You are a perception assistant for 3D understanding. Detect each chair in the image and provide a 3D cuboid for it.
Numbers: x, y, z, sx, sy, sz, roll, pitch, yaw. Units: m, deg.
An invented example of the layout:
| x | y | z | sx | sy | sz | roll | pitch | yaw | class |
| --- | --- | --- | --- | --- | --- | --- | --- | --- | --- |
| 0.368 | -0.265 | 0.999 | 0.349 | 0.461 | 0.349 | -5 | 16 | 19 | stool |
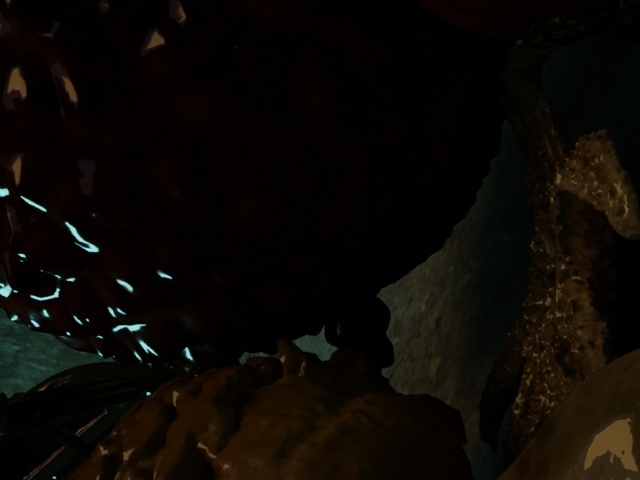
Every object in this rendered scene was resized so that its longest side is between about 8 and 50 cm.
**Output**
| x | y | z | sx | sy | sz | roll | pitch | yaw | class |
| --- | --- | --- | --- | --- | --- | --- | --- | --- | --- |
| -0.201 | 0.305 | 1.426 | 0.364 | 0.362 | 0.410 | -43 | 4 | 14 | chair |

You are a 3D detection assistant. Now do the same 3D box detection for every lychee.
| x | y | z | sx | sy | sz | roll | pitch | yaw | class |
| --- | --- | --- | --- | --- | --- | --- | --- | --- | --- |
| -0.076 | -0.109 | 1.072 | 0.425 | 0.500 | 0.424 | -30 | 17 | 10 | lychee |

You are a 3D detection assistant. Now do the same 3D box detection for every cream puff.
| x | y | z | sx | sy | sz | roll | pitch | yaw | class |
| --- | --- | --- | --- | --- | --- | --- | --- | --- | --- |
| -0.057 | 0.209 | 0.968 | 0.327 | 0.231 | 0.343 | -54 | -19 | -37 | cream puff |

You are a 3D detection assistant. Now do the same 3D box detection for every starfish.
| x | y | z | sx | sy | sz | roll | pitch | yaw | class |
| --- | --- | --- | --- | --- | --- | --- | --- | --- | --- |
| 0.127 | 0.047 | 0.907 | 0.299 | 0.060 | 0.302 | -96 | 10 | -49 | starfish |

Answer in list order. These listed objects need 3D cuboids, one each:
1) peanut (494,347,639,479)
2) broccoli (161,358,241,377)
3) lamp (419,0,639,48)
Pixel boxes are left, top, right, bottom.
| x | y | z | sx | sy | sz | roll | pitch | yaw | class |
| --- | --- | --- | --- | --- | --- | --- | --- | --- | --- |
| 0.098 | 0.125 | 0.688 | 0.274 | 0.111 | 0.125 | -41 | 0 | 39 | peanut |
| -0.145 | 0.276 | 1.975 | 0.165 | 0.145 | 0.304 | -94 | 8 | -74 | broccoli |
| 0.122 | -0.203 | 0.841 | 0.227 | 0.227 | 0.227 | -165 | 90 | -81 | lamp |
